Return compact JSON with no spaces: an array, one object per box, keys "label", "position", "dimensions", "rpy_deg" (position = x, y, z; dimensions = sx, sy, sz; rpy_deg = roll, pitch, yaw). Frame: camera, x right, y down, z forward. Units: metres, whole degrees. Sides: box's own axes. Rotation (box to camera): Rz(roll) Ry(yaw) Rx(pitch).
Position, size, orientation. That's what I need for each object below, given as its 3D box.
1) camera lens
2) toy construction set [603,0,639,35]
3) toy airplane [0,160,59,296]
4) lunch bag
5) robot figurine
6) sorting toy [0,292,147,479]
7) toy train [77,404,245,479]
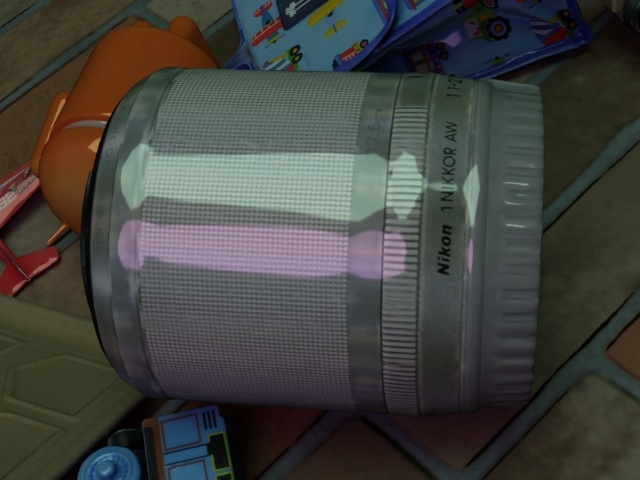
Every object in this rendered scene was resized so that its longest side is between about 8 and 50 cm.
[{"label":"camera lens","position":[0.000,0.000,0.685],"dimensions":[0.274,0.219,0.219],"rpy_deg":[3,54,9]},{"label":"toy construction set","position":[0.312,-0.282,0.819],"dimensions":[0.327,0.215,0.151],"rpy_deg":[-2,48,-3]},{"label":"toy airplane","position":[-0.279,-0.002,0.898],"dimensions":[0.151,0.028,0.151],"rpy_deg":[-8,53,11]},{"label":"lunch bag","position":[0.049,-0.215,0.929],"dimensions":[0.293,0.138,0.221],"rpy_deg":[-28,51,9]},{"label":"robot figurine","position":[-0.153,-0.085,0.866],"dimensions":[0.158,0.128,0.219],"rpy_deg":[21,55,-7]},{"label":"sorting toy","position":[-0.291,0.106,0.751],"dimensions":[0.307,0.041,0.229],"rpy_deg":[13,29,17]},{"label":"toy train","position":[-0.092,0.195,0.663],"dimensions":[0.105,0.080,0.184],"rpy_deg":[-14,50,-3]}]
